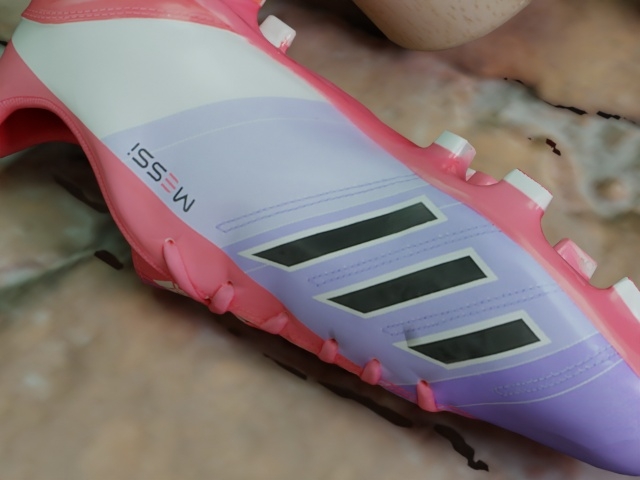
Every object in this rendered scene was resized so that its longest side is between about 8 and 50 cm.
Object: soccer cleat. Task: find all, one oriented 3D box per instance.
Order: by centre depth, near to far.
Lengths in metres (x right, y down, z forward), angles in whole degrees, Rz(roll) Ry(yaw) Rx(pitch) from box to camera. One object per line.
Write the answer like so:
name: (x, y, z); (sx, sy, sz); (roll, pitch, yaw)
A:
soccer cleat: (0.000, 0.000, 0.572); (0.248, 0.083, 0.095); (40, 89, 26)

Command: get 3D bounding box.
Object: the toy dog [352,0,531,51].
toy dog: (0.008, -0.206, 0.699); (0.161, 0.220, 0.334); (-10, 30, 36)
